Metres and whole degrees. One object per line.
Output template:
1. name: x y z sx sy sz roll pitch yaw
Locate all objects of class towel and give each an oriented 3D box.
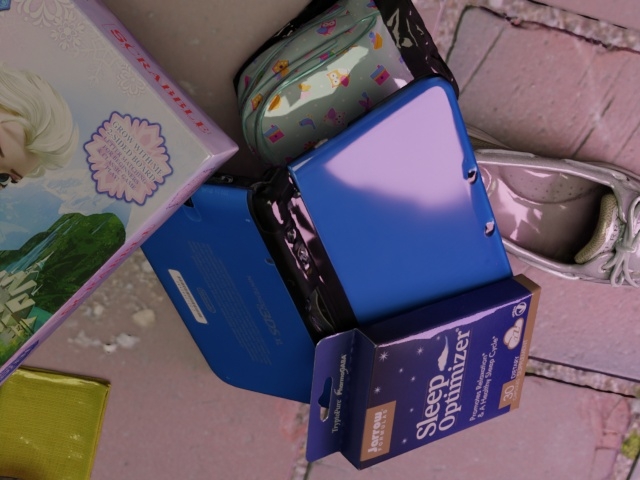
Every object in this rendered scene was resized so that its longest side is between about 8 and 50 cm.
1. towel: -0.271 0.233 1.379 0.102 0.021 0.237 11 107 -15

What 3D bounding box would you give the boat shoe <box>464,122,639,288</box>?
1. boat shoe: 0.215 -0.024 1.334 0.320 0.103 0.118 21 105 -17

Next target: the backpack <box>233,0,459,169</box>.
1. backpack: 0.014 -0.133 1.250 0.182 0.115 0.152 -30 115 4

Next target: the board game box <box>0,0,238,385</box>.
1. board game box: -0.284 -0.078 1.143 0.318 0.066 0.318 -44 86 17

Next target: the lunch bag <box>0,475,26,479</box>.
1. lunch bag: -0.348 0.380 1.277 0.213 0.256 0.305 2 111 2

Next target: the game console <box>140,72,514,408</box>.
1. game console: 0.000 0.000 1.263 0.173 0.250 0.293 -59 143 -32

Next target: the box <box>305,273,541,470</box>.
1. box: 0.091 0.119 1.276 0.225 0.036 0.136 -15 127 -31
